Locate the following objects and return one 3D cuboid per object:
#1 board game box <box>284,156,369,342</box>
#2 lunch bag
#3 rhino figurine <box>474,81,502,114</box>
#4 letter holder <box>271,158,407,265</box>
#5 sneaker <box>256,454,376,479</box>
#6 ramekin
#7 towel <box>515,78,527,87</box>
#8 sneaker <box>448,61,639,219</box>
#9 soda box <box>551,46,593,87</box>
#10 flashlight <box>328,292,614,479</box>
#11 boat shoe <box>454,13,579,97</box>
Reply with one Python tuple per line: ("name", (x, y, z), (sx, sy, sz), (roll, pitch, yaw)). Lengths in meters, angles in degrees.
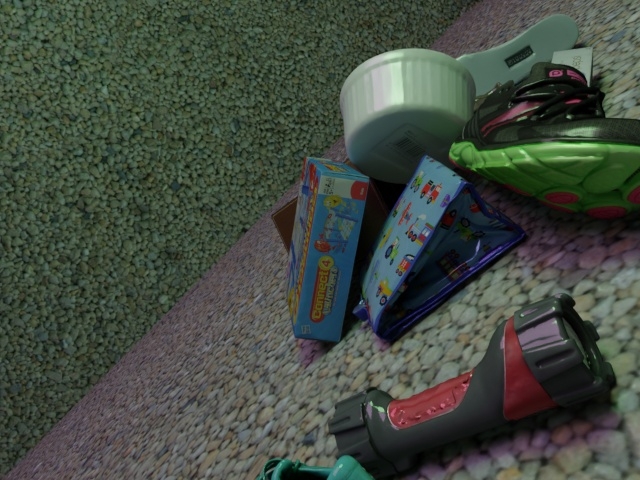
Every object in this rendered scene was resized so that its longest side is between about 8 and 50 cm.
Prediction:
("board game box", (0.000, 0.000, 1.089), (0.302, 0.086, 0.308), (-118, 37, -75))
("lunch bag", (0.154, 0.024, 0.916), (0.293, 0.138, 0.221), (-49, 16, 12))
("rhino figurine", (0.362, -0.257, 1.118), (0.106, 0.073, 0.243), (-33, 20, 12))
("letter holder", (0.066, -0.041, 1.305), (0.302, 0.214, 0.152), (-33, -15, 35))
("sneaker", (-0.033, 0.293, 0.612), (0.275, 0.110, 0.107), (-29, 5, 38))
("ramekin", (0.174, -0.233, 1.095), (0.277, 0.277, 0.135), (-28, 49, 44))
("towel", (0.416, -0.265, 1.203), (0.209, 0.034, 0.285), (-35, 18, 18))
("sneaker", (0.321, -0.165, 0.788), (0.483, 0.185, 0.202), (-113, 45, -73))
("soda box", (0.465, -0.287, 1.016), (0.074, 0.069, 0.216), (2, 37, 27))
("flashlight", (0.138, 0.160, 0.579), (0.304, 0.103, 0.103), (-32, 19, 32))
("boat shoe", (0.445, -0.429, 1.364), (0.367, 0.136, 0.156), (-28, -4, 14))
